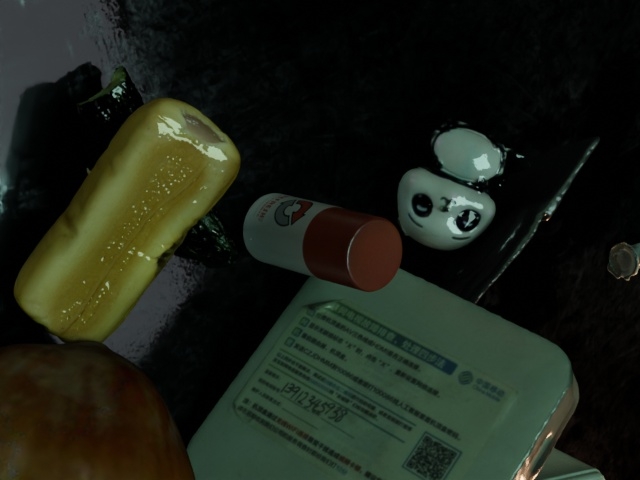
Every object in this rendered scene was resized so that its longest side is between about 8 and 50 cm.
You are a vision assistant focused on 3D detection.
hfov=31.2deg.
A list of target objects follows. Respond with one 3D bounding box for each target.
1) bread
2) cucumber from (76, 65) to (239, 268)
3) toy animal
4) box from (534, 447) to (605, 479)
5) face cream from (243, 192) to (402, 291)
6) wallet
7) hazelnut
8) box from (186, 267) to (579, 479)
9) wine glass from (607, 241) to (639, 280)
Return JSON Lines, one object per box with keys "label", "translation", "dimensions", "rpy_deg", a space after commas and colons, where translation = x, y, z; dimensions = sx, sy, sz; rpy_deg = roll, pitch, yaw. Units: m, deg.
{"label": "bread", "translation": [-0.224, -0.022, 1.303], "dimensions": [0.142, 0.091, 0.305], "rpy_deg": [34, 102, -25]}
{"label": "cucumber", "translation": [-0.189, -0.068, 1.389], "dimensions": [0.081, 0.072, 0.303], "rpy_deg": [-46, 126, -23]}
{"label": "toy animal", "translation": [0.198, -0.070, 1.661], "dimensions": [0.138, 0.166, 0.179], "rpy_deg": [85, 30, -79]}
{"label": "box", "translation": [0.305, 0.418, 1.840], "dimensions": [0.312, 0.182, 0.175], "rpy_deg": [-1, 100, -39]}
{"label": "face cream", "translation": [0.000, 0.000, 1.469], "dimensions": [0.096, 0.214, 0.095], "rpy_deg": [-9, 105, -38]}
{"label": "wallet", "translation": [0.263, -0.016, 1.687], "dimensions": [0.041, 0.247, 0.323], "rpy_deg": [43, 75, -9]}
{"label": "hazelnut", "translation": [-0.290, 0.296, 1.240], "dimensions": [0.366, 0.366, 0.365], "rpy_deg": [-10, 106, -38]}
{"label": "box", "translation": [0.078, 0.235, 1.470], "dimensions": [0.396, 0.396, 0.111], "rpy_deg": [-53, 150, -17]}
{"label": "wine glass", "translation": [0.590, 0.025, 2.068], "dimensions": [0.155, 0.072, 0.072], "rpy_deg": [-12, 107, -37]}
